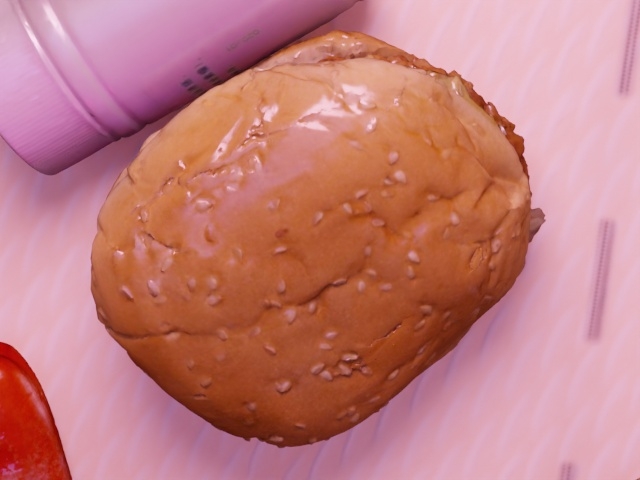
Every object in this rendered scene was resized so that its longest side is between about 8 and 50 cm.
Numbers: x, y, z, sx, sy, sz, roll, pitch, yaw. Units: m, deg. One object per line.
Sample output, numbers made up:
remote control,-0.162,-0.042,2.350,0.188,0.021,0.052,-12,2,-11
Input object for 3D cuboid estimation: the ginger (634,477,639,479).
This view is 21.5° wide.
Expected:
ginger,0.190,0.245,1.184,0.204,0.080,0.104,-34,102,6

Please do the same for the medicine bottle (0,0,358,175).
medicine bottle,-0.105,-0.164,1.090,0.254,0.152,0.152,-29,97,7

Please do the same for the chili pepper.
chili pepper,-0.238,0.113,1.184,0.086,0.084,0.192,-22,102,-24

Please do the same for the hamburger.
hamburger,-0.001,0.000,1.089,0.283,0.144,0.259,-45,117,8
